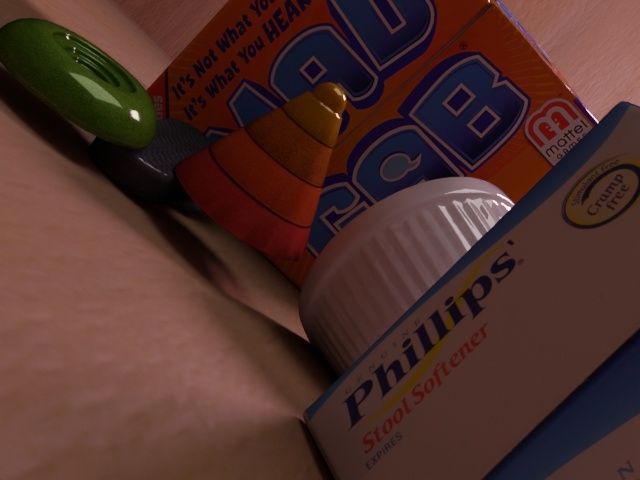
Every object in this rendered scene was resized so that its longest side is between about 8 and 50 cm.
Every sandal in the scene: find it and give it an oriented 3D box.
[{"bbox_3d":[-0.129,-0.061,0.708,0.097,0.054,0.254,41,13,11],"label":"sandal"}]

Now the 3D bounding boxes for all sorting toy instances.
[{"bbox_3d":[-0.120,-0.134,0.573,0.365,0.126,0.127,36,14,-19],"label":"sorting toy"}]

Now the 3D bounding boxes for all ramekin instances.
[{"bbox_3d":[0.096,0.061,0.659,0.207,0.207,0.109,41,15,-50],"label":"ramekin"}]

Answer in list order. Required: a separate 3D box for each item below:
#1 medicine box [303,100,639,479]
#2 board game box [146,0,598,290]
[{"bbox_3d":[0.189,0.120,0.475,0.289,0.263,0.149,43,4,-28],"label":"medicine box"},{"bbox_3d":[0.055,-0.186,0.981,0.356,0.356,0.356,44,21,-13],"label":"board game box"}]
